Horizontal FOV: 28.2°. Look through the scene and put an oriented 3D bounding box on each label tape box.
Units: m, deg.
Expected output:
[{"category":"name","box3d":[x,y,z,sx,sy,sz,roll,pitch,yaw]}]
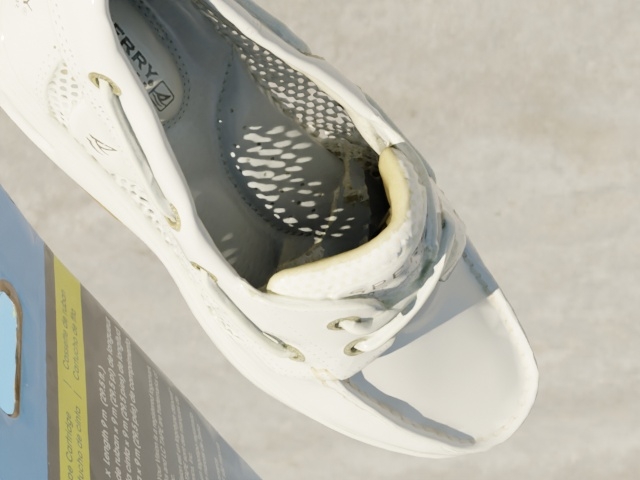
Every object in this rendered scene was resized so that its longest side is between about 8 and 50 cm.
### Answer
[{"category":"label tape box","box3d":[-0.121,0.153,0.643,0.106,0.241,0.334,-29,126,9]}]

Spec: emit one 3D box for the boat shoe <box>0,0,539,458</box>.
[{"category":"boat shoe","box3d":[0.000,0.000,0.445,0.277,0.098,0.096,41,165,-30]}]
